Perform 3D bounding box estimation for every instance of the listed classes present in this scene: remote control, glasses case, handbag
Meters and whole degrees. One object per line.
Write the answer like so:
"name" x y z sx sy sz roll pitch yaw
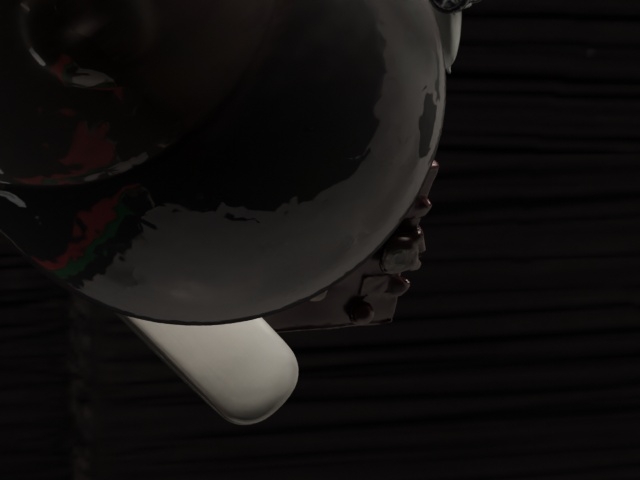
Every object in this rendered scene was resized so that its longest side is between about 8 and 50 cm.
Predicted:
"remote control" -0.089 -0.100 0.528 0.221 0.332 0.103 -37 24 15
"glasses case" -0.099 0.057 0.933 0.193 0.074 0.049 45 164 -3
"handbag" 0.001 0.002 1.200 0.074 0.216 0.203 -117 34 -48

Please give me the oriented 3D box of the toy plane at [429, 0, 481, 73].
"toy plane" 0.098 -0.273 1.140 0.251 0.101 0.255 -35 -58 -63
